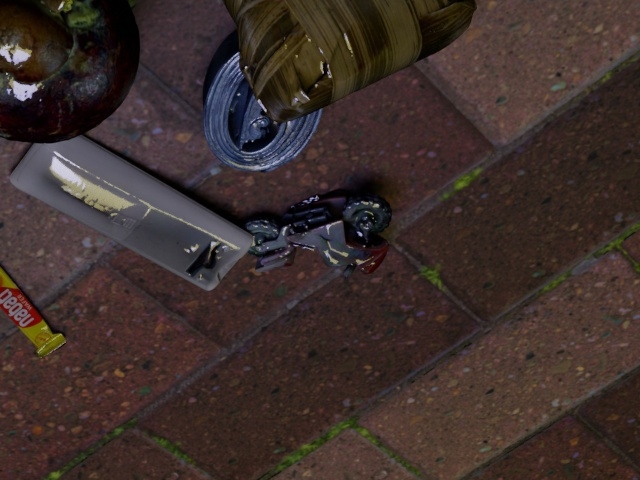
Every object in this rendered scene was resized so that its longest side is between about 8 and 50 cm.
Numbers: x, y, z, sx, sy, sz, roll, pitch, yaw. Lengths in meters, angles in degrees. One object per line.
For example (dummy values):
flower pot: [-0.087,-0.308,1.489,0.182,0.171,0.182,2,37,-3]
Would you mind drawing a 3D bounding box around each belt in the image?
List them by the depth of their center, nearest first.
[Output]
belt: [-0.072,-0.170,1.624,0.141,0.082,0.190,15,124,-14]

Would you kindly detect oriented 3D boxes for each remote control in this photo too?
remote control: [-0.241,-0.032,1.711,0.313,0.055,0.109,30,120,-22]

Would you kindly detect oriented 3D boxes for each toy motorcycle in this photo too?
toy motorcycle: [0.000,0.000,1.780,0.213,0.082,0.122,-11,124,16]

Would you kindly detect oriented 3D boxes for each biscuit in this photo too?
biscuit: [-0.435,0.054,1.783,0.048,0.026,0.292,-36,129,-5]

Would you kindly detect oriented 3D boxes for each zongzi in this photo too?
zongzi: [0.005,-0.311,1.514,0.286,0.288,0.134,-27,175,-24]

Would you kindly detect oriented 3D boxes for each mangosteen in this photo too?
mangosteen: [-0.296,-0.233,1.420,0.231,0.231,0.289,13,147,-19]
